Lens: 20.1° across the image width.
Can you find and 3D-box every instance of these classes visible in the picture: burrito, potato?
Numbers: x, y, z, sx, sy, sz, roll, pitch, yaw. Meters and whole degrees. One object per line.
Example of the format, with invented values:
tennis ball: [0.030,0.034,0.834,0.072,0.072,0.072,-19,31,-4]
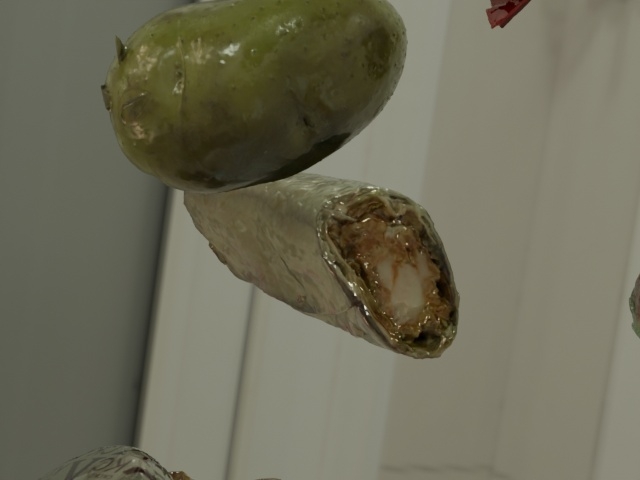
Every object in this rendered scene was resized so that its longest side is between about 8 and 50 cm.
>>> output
burrito: [0.001,0.004,1.597,0.105,0.143,0.299,-30,27,-26]
potato: [-0.049,-0.128,1.437,0.248,0.143,0.169,-24,-29,-11]

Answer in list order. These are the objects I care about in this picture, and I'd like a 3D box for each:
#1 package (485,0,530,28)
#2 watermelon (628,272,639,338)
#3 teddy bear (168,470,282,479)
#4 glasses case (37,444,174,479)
package: [0.100,-0.336,0.953,0.123,0.424,0.196,-7,40,0]
watermelon: [0.384,0.048,2.032,0.071,0.139,0.187,5,27,11]
teddy bear: [-0.127,0.363,1.542,0.246,0.296,0.222,11,38,-42]
glasses case: [-0.195,0.243,0.899,0.085,0.355,0.137,48,-31,-15]
